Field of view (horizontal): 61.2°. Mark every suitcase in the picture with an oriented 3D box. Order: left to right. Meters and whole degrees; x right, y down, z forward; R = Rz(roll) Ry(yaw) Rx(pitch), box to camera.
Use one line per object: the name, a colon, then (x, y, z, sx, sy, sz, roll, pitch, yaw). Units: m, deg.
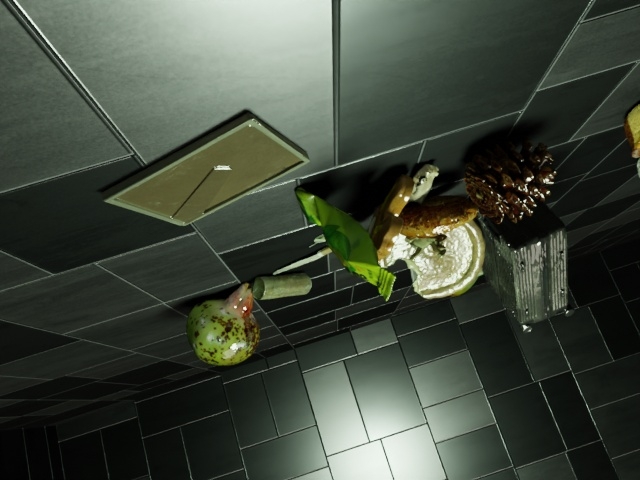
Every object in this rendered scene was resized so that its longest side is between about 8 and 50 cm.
suitcase: (0.511, 0.037, 1.370, 0.152, 0.229, 0.335, -23, 131, 0)

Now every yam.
yam: (-0.109, 0.128, 1.506, 0.169, 0.068, 0.068, -1, 157, -42)

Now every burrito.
burrito: (0.205, -0.110, 1.117, 0.051, 0.042, 0.171, -24, 162, -7)

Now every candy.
candy: (0.054, 0.003, 0.993, 0.069, 0.246, 0.149, -37, 158, -5)

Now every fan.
fan: (0.000, -0.003, 1.310, 0.080, 0.003, 0.060, -21, 163, 10)

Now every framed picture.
framed picture: (-0.162, -0.093, 0.809, 0.260, 0.023, 0.189, -24, 163, 19)

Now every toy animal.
toy animal: (0.233, 0.006, 1.209, 0.086, 0.069, 0.220, -32, -169, -3)

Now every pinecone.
pinecone: (0.382, -0.126, 1.064, 0.165, 0.163, 0.163, -35, 164, -2)

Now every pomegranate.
pomegranate: (-0.254, 0.222, 1.505, 0.214, 0.214, 0.247, 13, 107, -61)

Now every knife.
knife: (-0.009, 0.040, 1.416, 0.298, 0.017, 0.047, -26, 169, 23)

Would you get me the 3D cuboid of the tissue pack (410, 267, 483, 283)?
tissue pack: (0.371, 0.033, 1.516, 0.230, 0.159, 0.145, -5, 172, -34)

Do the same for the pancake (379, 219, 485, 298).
pancake: (0.275, 0.034, 1.364, 0.286, 0.033, 0.288, -11, 122, 1)

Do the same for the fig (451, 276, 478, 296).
fig: (0.423, 0.090, 1.751, 0.191, 0.180, 0.181, -12, 163, -15)

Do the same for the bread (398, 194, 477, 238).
bread: (0.248, -0.059, 1.189, 0.193, 0.063, 0.193, -16, -167, 4)

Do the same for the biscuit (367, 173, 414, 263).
biscuit: (0.123, -0.017, 1.127, 0.044, 0.185, 0.295, 22, 154, 0)

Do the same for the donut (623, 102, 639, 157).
donut: (0.700, -0.249, 1.110, 0.141, 0.085, 0.217, -18, 163, 0)

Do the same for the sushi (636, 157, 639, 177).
sushi: (0.927, -0.211, 1.470, 0.078, 0.090, 0.150, -17, 166, 7)
